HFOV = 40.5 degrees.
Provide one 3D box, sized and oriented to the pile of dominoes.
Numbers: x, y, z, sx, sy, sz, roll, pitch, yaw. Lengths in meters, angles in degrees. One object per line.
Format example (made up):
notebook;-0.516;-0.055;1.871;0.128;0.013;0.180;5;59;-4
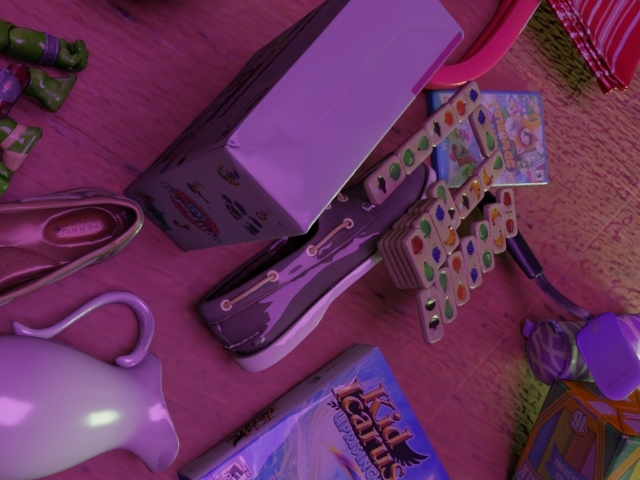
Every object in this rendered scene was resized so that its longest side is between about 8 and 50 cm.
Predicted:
pile of dominoes;0.151;-0.035;0.924;0.251;0.040;0.196;-45;118;-38

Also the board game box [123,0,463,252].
board game box;-0.040;-0.107;0.785;0.097;0.303;0.224;46;70;-17

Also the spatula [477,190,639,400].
spatula;0.276;0.056;1.028;0.084;0.030;0.296;-26;71;-35

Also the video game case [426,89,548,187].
video game case;0.208;-0.125;1.071;0.166;0.015;0.119;-4;89;-26

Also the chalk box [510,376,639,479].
chalk box;0.320;0.288;1.014;0.132;0.132;0.213;9;108;-26

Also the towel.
towel;0.335;-0.339;1.108;0.275;0.031;0.199;52;48;-15

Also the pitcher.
pitcher;-0.241;0.126;0.786;0.207;0.125;0.177;8;62;-36

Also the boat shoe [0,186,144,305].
boat shoe;-0.300;0.010;0.768;0.285;0.089;0.104;-23;97;-25

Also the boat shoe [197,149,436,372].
boat shoe;0.002;0.000;0.909;0.305;0.109;0.091;-46;111;-18

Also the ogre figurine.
ogre figurine;-0.296;-0.136;0.776;0.118;0.097;0.197;36;72;-21

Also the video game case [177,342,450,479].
video game case;0.021;0.288;0.926;0.244;0.061;0.269;-33;101;-25

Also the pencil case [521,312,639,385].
pencil case;0.352;0.132;1.091;0.206;0.088;0.086;1;123;-26

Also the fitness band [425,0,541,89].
fitness band;0.155;-0.311;1.040;0.209;0.054;0.291;42;69;-15
